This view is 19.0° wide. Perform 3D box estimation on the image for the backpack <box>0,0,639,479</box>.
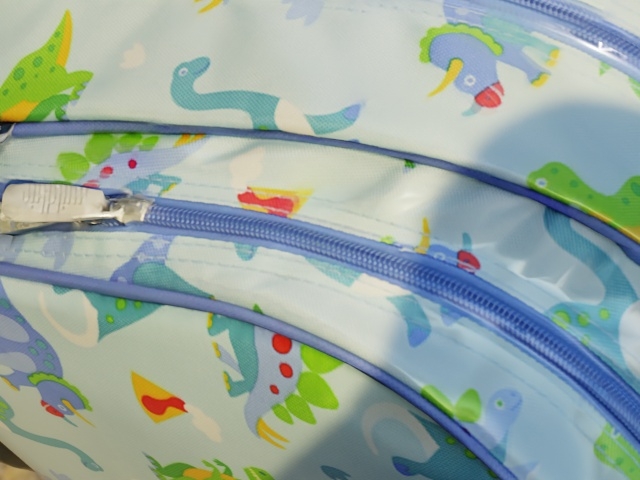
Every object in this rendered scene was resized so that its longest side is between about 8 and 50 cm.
[{"bbox_3d":[0.000,0.000,0.659,0.290,0.355,0.273,60,32,-42],"label":"backpack"}]
